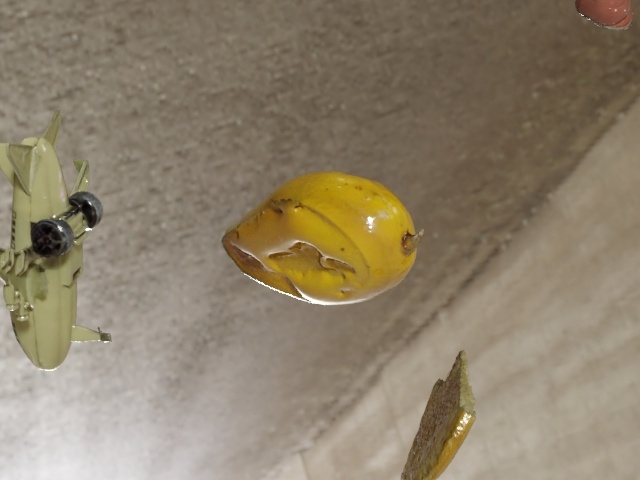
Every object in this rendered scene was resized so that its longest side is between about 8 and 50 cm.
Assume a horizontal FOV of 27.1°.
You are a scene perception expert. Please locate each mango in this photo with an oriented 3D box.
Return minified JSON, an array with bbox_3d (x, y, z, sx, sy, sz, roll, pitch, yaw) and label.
[{"bbox_3d":[0.000,0.000,0.951,0.187,0.101,0.066,-11,-152,46],"label":"mango"}]

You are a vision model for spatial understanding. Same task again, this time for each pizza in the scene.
[{"bbox_3d":[0.165,0.250,1.814,0.181,0.034,0.262,-61,-176,26],"label":"pizza"}]

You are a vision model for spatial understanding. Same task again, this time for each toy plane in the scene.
[{"bbox_3d":[-0.269,0.011,1.301,0.104,0.256,0.242,-3,-159,14],"label":"toy plane"}]

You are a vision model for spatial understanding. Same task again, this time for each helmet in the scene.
[{"bbox_3d":[0.380,-0.317,1.746,0.084,0.065,0.049,23,154,0],"label":"helmet"}]
